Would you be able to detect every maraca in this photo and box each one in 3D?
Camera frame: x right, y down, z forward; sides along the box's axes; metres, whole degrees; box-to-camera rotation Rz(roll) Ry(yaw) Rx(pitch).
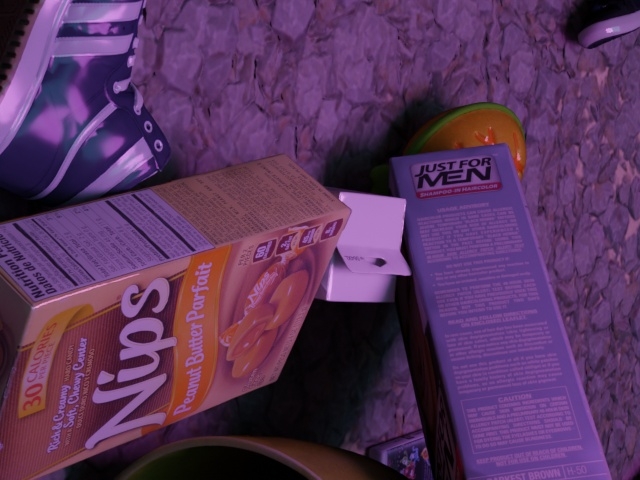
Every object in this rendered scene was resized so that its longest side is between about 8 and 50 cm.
[{"bbox_3d":[0.117,-0.058,1.446,0.185,0.099,0.127,-32,127,-14],"label":"maraca"}]

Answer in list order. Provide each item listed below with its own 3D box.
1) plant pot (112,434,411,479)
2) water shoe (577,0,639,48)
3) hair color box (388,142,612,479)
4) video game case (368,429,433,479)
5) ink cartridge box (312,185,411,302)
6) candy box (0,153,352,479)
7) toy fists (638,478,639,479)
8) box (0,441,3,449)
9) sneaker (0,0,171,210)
[{"bbox_3d":[-0.010,0.276,1.257,0.293,0.274,0.275,-5,101,-65],"label":"plant pot"},{"bbox_3d":[0.331,-0.274,1.692,0.203,0.073,0.080,-36,101,-45],"label":"water shoe"},{"bbox_3d":[0.142,0.117,1.293,0.185,0.113,0.374,87,-5,-49],"label":"hair color box"},{"bbox_3d":[0.106,0.283,1.549,0.173,0.022,0.190,-10,105,-49],"label":"video game case"},{"bbox_3d":[0.000,0.000,1.275,0.092,0.143,0.090,3,95,-50],"label":"ink cartridge box"},{"bbox_3d":[-0.133,0.055,1.117,0.316,0.087,0.183,-18,140,-48],"label":"candy box"},{"bbox_3d":[0.443,0.407,1.915,0.142,0.096,0.279,-22,112,-48],"label":"toy fists"},{"bbox_3d":[-0.300,0.103,0.836,0.183,0.056,0.231,-53,135,-29],"label":"box"},{"bbox_3d":[-0.154,-0.149,1.098,0.153,0.099,0.282,38,75,-41],"label":"sneaker"}]
